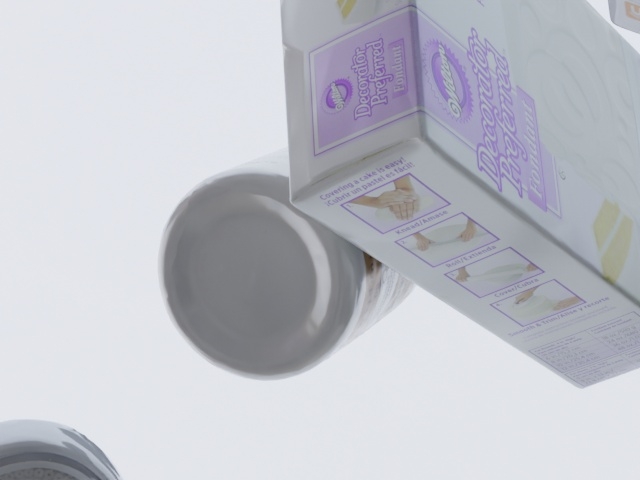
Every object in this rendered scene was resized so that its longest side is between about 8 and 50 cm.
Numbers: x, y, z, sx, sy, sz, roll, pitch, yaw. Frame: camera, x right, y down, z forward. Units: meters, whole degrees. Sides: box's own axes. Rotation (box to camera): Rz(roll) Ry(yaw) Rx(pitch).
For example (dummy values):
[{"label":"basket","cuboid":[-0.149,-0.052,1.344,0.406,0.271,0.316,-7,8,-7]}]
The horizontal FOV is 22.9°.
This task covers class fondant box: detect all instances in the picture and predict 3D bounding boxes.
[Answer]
[{"label":"fondant box","cuboid":[0.109,-0.075,0.993,0.330,0.096,0.238,31,-134,-44]}]

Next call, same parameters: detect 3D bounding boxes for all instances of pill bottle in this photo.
[{"label":"pill bottle","cuboid":[0.000,0.000,1.034,0.131,0.229,0.131,5,-77,21]}]

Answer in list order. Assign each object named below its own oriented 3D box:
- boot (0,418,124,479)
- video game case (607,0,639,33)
[{"label":"boot","cuboid":[-0.099,0.202,0.562,0.095,0.123,0.258,-2,-70,-12]},{"label":"video game case","cuboid":[0.195,-0.114,0.614,0.023,0.201,0.183,-54,-30,-18]}]
